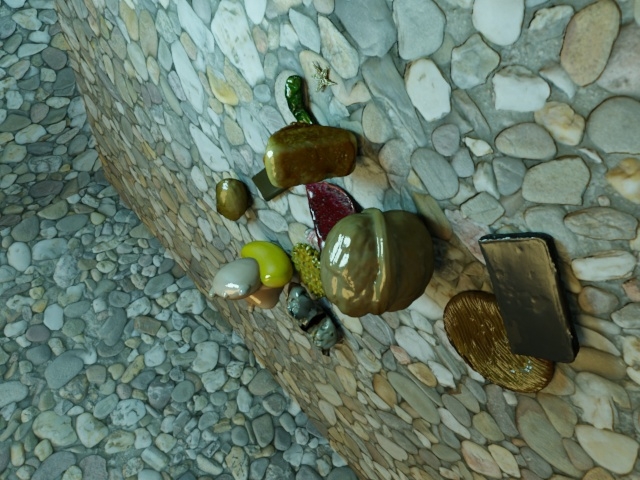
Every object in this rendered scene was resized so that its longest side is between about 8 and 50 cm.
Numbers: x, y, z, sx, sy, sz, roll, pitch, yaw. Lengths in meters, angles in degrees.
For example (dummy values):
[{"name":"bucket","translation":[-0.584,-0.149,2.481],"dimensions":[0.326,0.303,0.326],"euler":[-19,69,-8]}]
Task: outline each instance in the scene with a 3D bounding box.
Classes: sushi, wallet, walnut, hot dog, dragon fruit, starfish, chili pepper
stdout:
[{"name":"sushi","translation":[-0.034,0.311,1.999],"dimensions":[0.332,0.124,0.130],"euler":[55,174,-25]},{"name":"wallet","translation":[0.460,0.126,1.110],"dimensions":[0.165,0.042,0.309],"euler":[-5,111,48]},{"name":"walnut","translation":[-0.353,-0.159,2.002],"dimensions":[0.137,0.137,0.245],"euler":[41,150,24]},{"name":"hot dog","translation":[-0.040,-0.226,1.317],"dimensions":[0.153,0.257,0.150],"euler":[40,138,51]},{"name":"dragon fruit","translation":[0.044,-0.042,1.533],"dimensions":[0.211,0.134,0.261],"euler":[94,163,-72]},{"name":"starfish","translation":[0.004,-0.409,1.285],"dimensions":[0.086,0.016,0.092],"euler":[47,146,16]},{"name":"chili pepper","translation":[-0.054,-0.362,1.391],"dimensions":[0.073,0.050,0.182],"euler":[-5,120,49]},{"name":"walnut","translation":[0.145,0.048,1.292],"dimensions":[0.285,0.297,0.284],"euler":[176,90,-81]},{"name":"wallet","translation":[-0.174,-0.206,1.771],"dimensions":[0.110,0.031,0.198],"euler":[59,152,-7]}]

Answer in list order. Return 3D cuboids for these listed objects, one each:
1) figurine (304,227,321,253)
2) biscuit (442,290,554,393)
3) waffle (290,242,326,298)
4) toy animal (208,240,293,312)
[{"name":"figurine","translation":[0.000,0.000,1.716],"dimensions":[0.129,0.054,0.072],"euler":[43,136,35]},{"name":"biscuit","translation":[0.453,0.269,1.317],"dimensions":[0.318,0.040,0.317],"euler":[37,148,28]},{"name":"waffle","translation":[-0.030,0.112,1.886],"dimensions":[0.231,0.051,0.228],"euler":[53,155,4]},{"name":"toy animal","translation":[-0.236,0.178,1.998],"dimensions":[0.278,0.345,0.246],"euler":[15,130,28]}]
